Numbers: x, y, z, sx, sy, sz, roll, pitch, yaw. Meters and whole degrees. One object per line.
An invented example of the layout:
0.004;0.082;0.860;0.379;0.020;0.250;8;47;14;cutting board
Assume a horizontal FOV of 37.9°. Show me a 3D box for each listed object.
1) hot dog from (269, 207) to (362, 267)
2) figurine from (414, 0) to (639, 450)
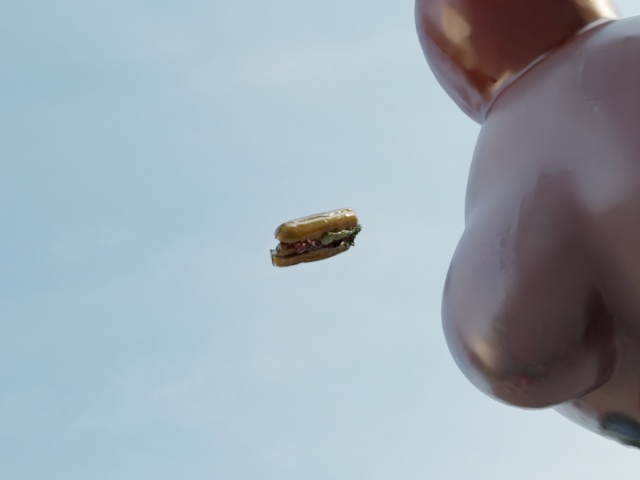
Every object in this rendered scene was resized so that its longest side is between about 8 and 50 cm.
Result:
0.000;0.000;0.625;0.083;0.021;0.037;-17;-51;-42;hot dog
0.191;-0.014;0.482;0.270;0.261;0.211;-5;-29;24;figurine
